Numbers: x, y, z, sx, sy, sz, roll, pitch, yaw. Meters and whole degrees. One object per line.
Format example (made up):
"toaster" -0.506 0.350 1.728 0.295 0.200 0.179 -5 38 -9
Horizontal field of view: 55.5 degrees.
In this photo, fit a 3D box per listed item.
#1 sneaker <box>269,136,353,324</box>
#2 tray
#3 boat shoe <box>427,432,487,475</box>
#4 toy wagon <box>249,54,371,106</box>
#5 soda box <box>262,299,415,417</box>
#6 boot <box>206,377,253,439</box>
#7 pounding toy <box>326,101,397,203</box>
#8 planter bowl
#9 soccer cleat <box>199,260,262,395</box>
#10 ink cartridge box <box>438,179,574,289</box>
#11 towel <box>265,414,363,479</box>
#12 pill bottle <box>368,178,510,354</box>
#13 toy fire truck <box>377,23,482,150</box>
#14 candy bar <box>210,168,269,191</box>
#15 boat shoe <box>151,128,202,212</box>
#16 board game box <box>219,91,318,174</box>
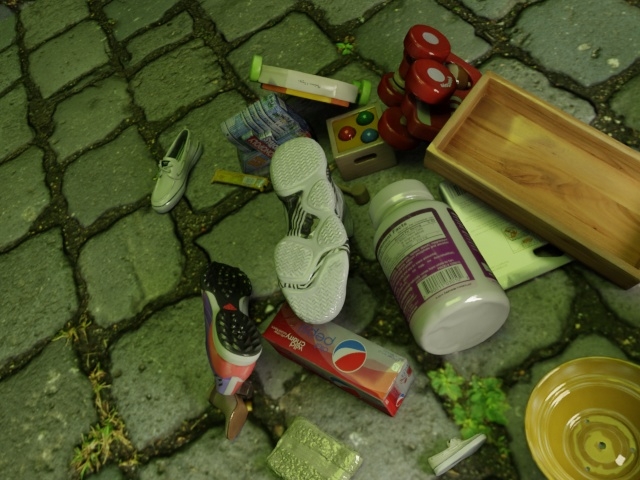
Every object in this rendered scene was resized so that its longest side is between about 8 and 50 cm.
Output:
"sneaker" 0.000 0.000 1.167 0.137 0.210 0.366 -14 64 12
"tray" 0.412 -0.114 1.073 0.411 0.076 0.203 34 77 15
"boat shoe" 0.213 0.327 0.956 0.100 0.035 0.035 -36 54 2
"toy wagon" -0.034 -0.369 1.434 0.267 0.068 0.344 11 12 -9
"soda box" 0.029 0.204 1.073 0.263 0.092 0.083 22 68 31
"boot" -0.175 0.300 1.122 0.087 0.042 0.118 5 57 31
"pounding toy" 0.069 -0.184 1.329 0.181 0.094 0.206 -17 52 9
"planter bowl" 0.408 0.284 0.874 0.217 0.090 0.217 -10 53 14
"soccer cleat" -0.187 0.155 1.175 0.116 0.108 0.318 -67 25 24
"ink cartridge box" 0.396 -0.056 1.140 0.275 0.060 0.239 -24 72 3
"towel" -0.013 0.369 1.016 0.148 0.027 0.110 23 68 32
"pill bottle" 0.193 0.036 1.082 0.169 0.169 0.301 -24 51 4
"toy fire truck" 0.267 -0.302 1.287 0.254 0.169 0.302 16 50 -14
"candy bar" -0.194 -0.144 1.451 0.161 0.018 0.040 13 66 27
"boat shoe" -0.369 -0.178 1.504 0.083 0.076 0.226 3 58 23
"board game box" -0.134 -0.234 1.404 0.194 0.194 0.060 -28 67 18
